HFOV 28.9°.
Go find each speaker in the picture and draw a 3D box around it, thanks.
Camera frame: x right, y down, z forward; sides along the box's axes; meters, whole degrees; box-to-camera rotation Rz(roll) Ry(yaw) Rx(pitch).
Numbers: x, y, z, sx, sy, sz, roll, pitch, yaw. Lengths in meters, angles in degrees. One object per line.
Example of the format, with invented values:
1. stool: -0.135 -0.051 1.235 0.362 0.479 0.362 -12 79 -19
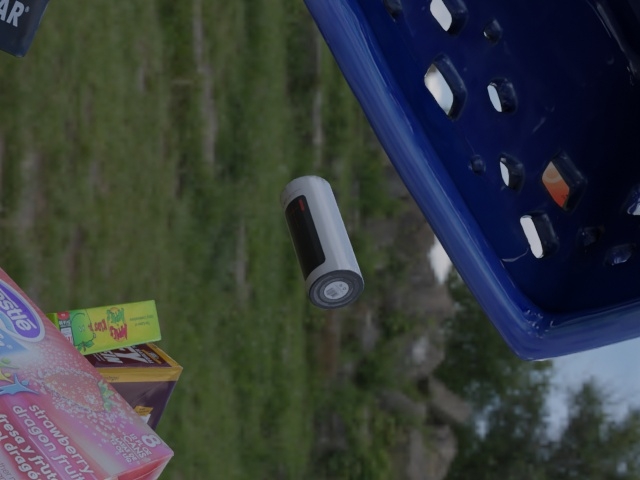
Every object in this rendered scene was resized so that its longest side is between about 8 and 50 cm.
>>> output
1. speaker: 0.000 0.000 1.202 0.055 0.055 0.136 92 -14 -45

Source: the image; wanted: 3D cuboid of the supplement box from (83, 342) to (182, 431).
1. supplement box: -0.313 0.210 1.575 0.191 0.129 0.194 7 111 -54

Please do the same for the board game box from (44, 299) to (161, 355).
1. board game box: -0.238 0.090 1.187 0.181 0.092 0.043 -4 83 -69

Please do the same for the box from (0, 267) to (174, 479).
1. box: -0.260 0.100 0.788 0.142 0.300 0.154 -10 137 -57

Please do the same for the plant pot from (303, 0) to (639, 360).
1. plant pot: 0.159 -0.117 0.557 0.236 0.236 0.212 59 36 -14

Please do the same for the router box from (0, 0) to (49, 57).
1. router box: -0.178 -0.229 0.497 0.243 0.081 0.309 -66 162 3

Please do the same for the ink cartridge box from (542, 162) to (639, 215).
1. ink cartridge box: 0.334 -0.071 1.361 0.045 0.179 0.145 57 1 -46
